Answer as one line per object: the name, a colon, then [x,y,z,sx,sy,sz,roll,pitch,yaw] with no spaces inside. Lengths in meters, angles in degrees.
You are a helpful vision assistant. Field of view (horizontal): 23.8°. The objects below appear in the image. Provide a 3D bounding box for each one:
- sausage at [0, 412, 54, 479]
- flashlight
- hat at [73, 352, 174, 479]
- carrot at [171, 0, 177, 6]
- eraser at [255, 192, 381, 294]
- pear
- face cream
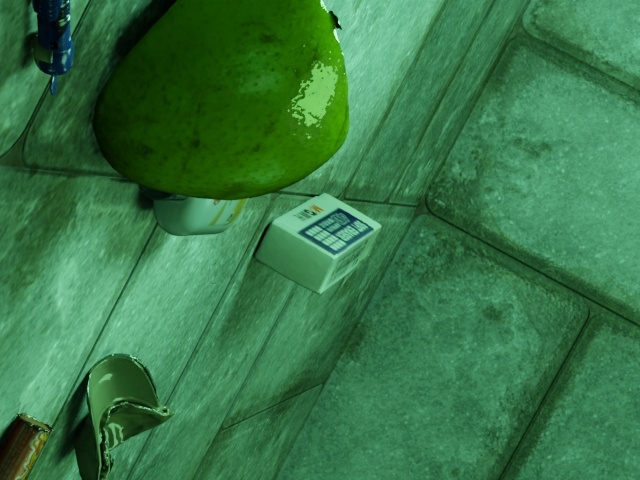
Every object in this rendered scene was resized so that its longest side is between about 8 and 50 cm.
sausage: [-0.356,0.267,1.716,0.145,0.048,0.050,-60,-152,2]
flashlight: [-0.220,-0.176,1.233,0.121,0.035,0.057,99,-2,-52]
hat: [-0.272,0.215,1.956,0.147,0.085,0.175,-40,136,-35]
carrot: [-0.126,-0.188,1.556,0.069,0.069,0.229,-55,166,-31]
eraser: [0.000,0.000,2.491,0.081,0.124,0.279,-64,169,19]
pear: [-0.099,-0.122,1.490,0.239,0.139,0.288,-19,148,-15]
face cream: [-0.142,-0.073,1.762,0.291,0.071,0.144,2,109,-78]
